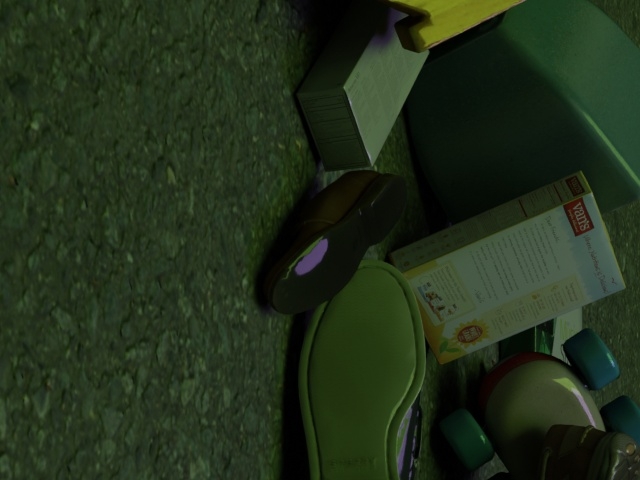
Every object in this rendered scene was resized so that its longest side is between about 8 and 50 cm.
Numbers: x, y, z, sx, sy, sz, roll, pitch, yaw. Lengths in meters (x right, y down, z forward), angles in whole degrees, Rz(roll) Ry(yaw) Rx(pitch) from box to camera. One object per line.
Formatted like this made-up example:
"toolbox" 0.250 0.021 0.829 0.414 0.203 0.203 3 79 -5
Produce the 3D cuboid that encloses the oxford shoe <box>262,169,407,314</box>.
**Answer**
"oxford shoe" 0.000 0.000 1.653 0.212 0.076 0.076 -44 140 -40

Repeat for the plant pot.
"plant pot" 0.241 -0.169 2.012 0.252 0.247 0.248 51 37 -20

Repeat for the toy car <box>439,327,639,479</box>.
"toy car" 0.253 0.206 2.098 0.210 0.219 0.238 59 -3 -24

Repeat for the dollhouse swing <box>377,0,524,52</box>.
"dollhouse swing" 0.075 -0.399 1.808 0.315 0.305 0.347 -29 103 -24

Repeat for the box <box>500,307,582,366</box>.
"box" 0.312 0.107 2.343 0.232 0.058 0.322 23 65 -64

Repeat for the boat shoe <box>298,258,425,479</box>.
"boat shoe" 0.039 0.192 1.658 0.113 0.127 0.340 105 -17 -69

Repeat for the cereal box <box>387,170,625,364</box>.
"cereal box" 0.216 0.035 1.925 0.047 0.240 0.173 -109 174 -47

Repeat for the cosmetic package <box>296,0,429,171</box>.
"cosmetic package" 0.048 -0.180 1.785 0.239 0.060 0.099 -62 141 -50

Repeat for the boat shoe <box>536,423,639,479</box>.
"boat shoe" 0.281 0.366 1.972 0.123 0.116 0.324 2 104 -60
